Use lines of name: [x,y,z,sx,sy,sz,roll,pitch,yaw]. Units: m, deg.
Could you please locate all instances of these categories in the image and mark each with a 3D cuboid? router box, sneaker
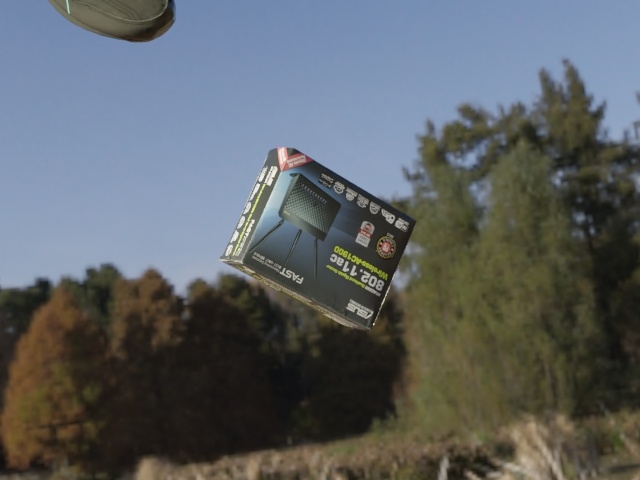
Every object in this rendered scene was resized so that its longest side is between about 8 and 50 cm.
router box: [0.000,0.000,0.844,0.122,0.092,0.038,29,-12,-26]
sneaker: [-0.243,-0.293,1.088,0.101,0.267,0.106,-49,4,-19]
